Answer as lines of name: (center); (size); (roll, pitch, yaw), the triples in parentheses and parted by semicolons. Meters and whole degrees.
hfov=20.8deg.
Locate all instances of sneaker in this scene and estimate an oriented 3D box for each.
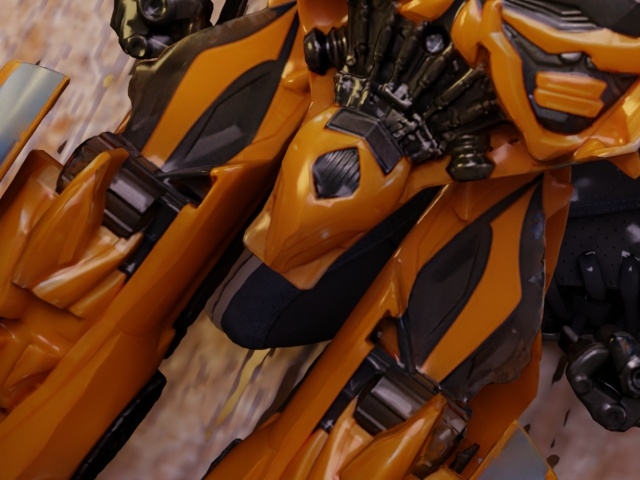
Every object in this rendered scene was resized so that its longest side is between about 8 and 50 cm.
sneaker: (0.092, 0.027, 0.503); (0.226, 0.086, 0.163); (-20, 66, -9)

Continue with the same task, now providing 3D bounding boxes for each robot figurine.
robot figurine: (0.000, 0.000, 0.438); (0.211, 0.085, 0.291); (37, 105, 6)
